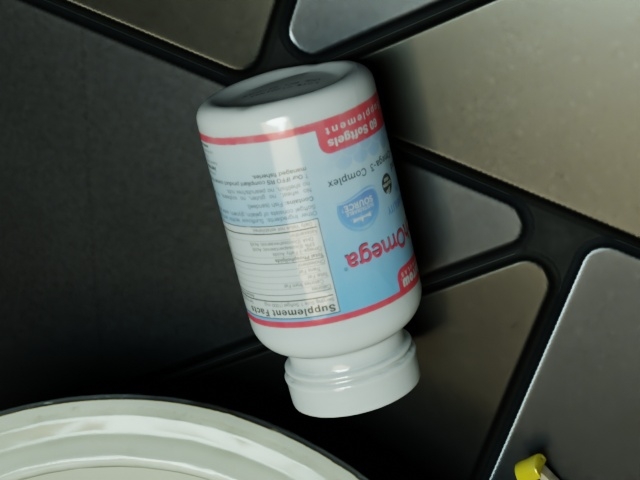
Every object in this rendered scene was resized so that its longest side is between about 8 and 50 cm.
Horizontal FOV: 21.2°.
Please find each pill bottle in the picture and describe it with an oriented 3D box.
[{"bbox_3d":[0.000,0.000,0.828,0.087,0.087,0.160,-7,109,21],"label":"pill bottle"}]

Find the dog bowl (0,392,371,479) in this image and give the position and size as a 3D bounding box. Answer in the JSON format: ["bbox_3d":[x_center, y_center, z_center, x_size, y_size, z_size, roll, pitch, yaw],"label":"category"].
[{"bbox_3d":[-0.101,0.290,0.835,0.408,0.408,0.150,22,158,9],"label":"dog bowl"}]

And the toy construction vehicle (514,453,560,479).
[{"bbox_3d":[0.109,0.165,0.892,0.086,0.035,0.098,-31,96,38],"label":"toy construction vehicle"}]
